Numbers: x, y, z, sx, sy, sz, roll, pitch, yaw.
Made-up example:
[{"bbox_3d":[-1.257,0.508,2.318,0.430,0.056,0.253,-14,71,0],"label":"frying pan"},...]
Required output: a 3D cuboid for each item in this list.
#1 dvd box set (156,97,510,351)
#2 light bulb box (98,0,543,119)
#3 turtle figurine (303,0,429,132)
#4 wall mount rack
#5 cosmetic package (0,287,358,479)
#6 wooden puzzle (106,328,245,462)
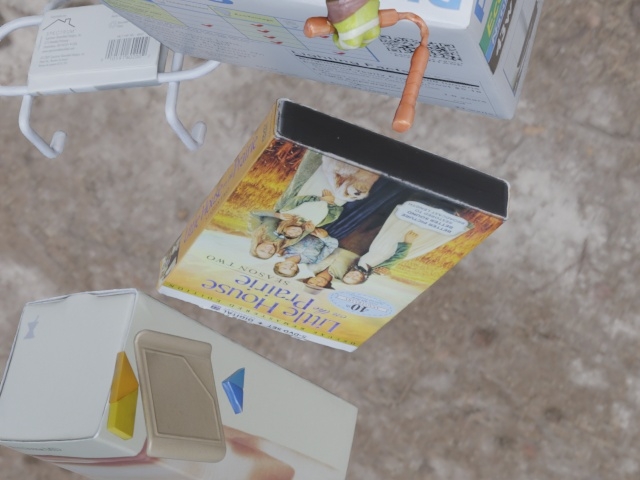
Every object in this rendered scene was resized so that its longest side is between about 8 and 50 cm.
[{"bbox_3d":[0.000,0.000,1.564,0.307,0.062,0.420,19,146,-18],"label":"dvd box set"},{"bbox_3d":[0.001,-0.265,1.015,0.358,0.361,0.225,13,88,14],"label":"light bulb box"},{"bbox_3d":[-0.011,-0.203,0.674,0.217,0.270,0.087,8,174,2],"label":"turtle figurine"},{"bbox_3d":[-0.238,-0.255,1.532,0.350,0.304,0.130,-2,155,20],"label":"wall mount rack"},{"bbox_3d":[-0.120,0.160,1.083,0.153,0.129,0.296,-8,150,41],"label":"cosmetic package"},{"bbox_3d":[-0.084,0.091,0.715,0.014,0.079,0.116,-20,150,30],"label":"wooden puzzle"}]
